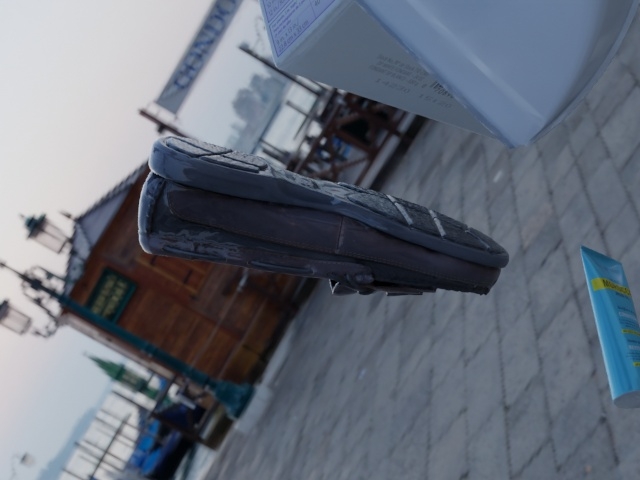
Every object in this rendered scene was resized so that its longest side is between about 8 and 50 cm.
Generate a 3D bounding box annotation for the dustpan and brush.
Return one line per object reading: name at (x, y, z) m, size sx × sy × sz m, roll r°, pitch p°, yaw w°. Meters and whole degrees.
dustpan and brush at (0.116, -0.166, 0.443) m, size 0.060 × 0.147 × 0.211 m, roll -34°, pitch -14°, yaw -48°

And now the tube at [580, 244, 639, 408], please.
tube at (0.368, 0.104, 1.177) m, size 0.052 × 0.080 × 0.207 m, roll -34°, pitch 45°, yaw 37°

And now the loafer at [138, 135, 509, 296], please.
loafer at (0.000, 0.000, 0.776) m, size 0.109 × 0.302 × 0.095 m, roll -102°, pitch 30°, yaw -73°

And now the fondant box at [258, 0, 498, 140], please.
fondant box at (0.051, -0.258, 0.755) m, size 0.096 × 0.238 × 0.331 m, roll -40°, pitch 53°, yaw 38°
